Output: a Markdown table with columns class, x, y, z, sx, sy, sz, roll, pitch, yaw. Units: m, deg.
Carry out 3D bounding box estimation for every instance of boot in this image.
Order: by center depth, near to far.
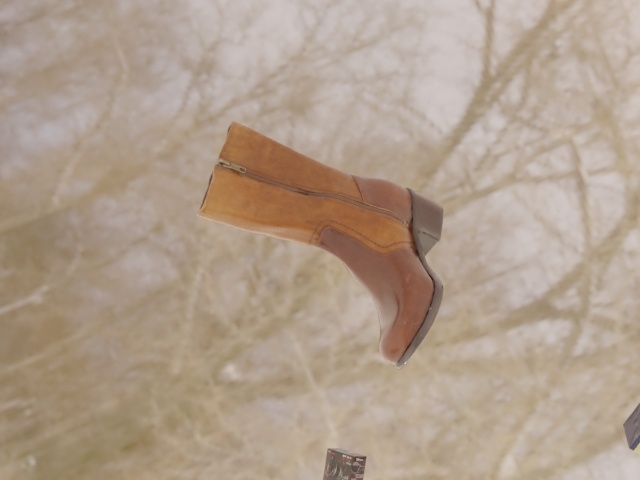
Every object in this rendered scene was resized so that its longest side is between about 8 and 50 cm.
| class | x | y | z | sx | sy | sz | roll | pitch | yaw |
| --- | --- | --- | --- | --- | --- | --- | --- | --- | --- |
| boot | 0.000 | 0.000 | 1.699 | 0.096 | 0.280 | 0.264 | 128 | -22 | -49 |

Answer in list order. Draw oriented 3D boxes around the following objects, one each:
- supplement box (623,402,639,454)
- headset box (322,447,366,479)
| class | x | y | z | sx | sy | sz | roll | pitch | yaw |
| --- | --- | --- | --- | --- | --- | --- | --- | --- | --- |
| supplement box | 0.500 | 0.289 | 2.224 | 0.083 | 0.056 | 0.083 | 31 | 19 | -6 |
| headset box | 0.036 | 0.374 | 2.373 | 0.062 | 0.032 | 0.083 | 10 | -89 | 47 |
